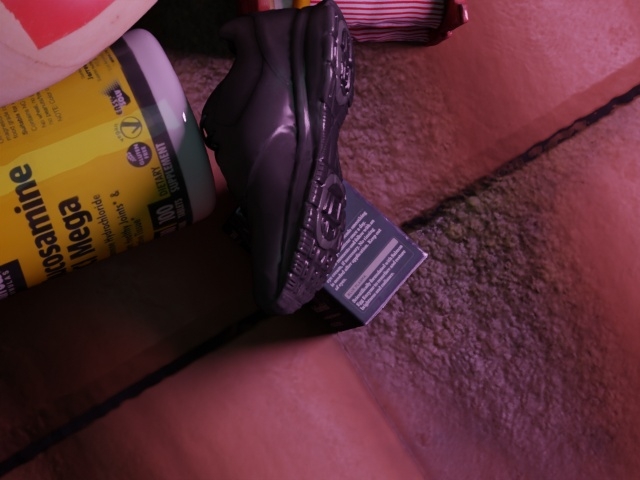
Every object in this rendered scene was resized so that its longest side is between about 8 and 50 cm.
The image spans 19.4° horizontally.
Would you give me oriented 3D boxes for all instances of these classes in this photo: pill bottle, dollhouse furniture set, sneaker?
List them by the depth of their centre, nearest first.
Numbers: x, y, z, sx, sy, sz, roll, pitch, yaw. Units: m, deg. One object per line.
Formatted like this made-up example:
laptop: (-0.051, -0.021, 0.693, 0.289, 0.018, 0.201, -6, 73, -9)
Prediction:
sneaker: (-0.043, -0.071, 1.625, 0.130, 0.109, 0.286, 0, 68, 14)
pill bottle: (-0.277, -0.050, 1.690, 0.334, 0.188, 0.188, -22, 88, -10)
dollhouse furniture set: (0.009, -0.366, 1.783, 0.201, 0.152, 0.374, -6, 85, -9)

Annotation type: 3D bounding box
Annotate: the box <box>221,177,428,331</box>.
box: (0.000, 0.000, 1.743, 0.158, 0.156, 0.093, 42, 81, -2)

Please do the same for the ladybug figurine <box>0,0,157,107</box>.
ladybug figurine: (-0.270, -0.299, 1.666, 0.305, 0.162, 0.449, 21, 58, 24)
